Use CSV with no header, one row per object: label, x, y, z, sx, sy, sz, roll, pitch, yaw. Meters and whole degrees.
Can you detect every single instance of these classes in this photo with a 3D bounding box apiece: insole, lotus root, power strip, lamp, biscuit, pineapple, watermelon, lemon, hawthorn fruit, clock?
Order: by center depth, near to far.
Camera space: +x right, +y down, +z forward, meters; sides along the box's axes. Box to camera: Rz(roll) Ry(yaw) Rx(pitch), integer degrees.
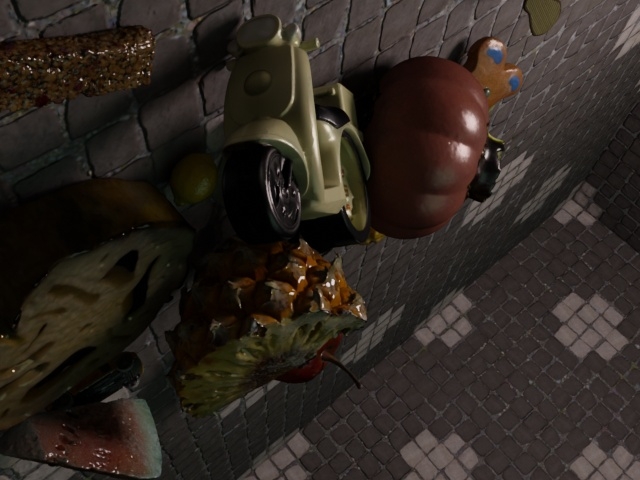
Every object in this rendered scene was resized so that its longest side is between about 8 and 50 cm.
biscuit,-0.246,-0.165,0.661,0.199,0.034,0.064,-24,153,-43
clock,-0.027,-0.121,0.879,0.120,0.276,0.379,-10,172,17
lotus root,-0.330,0.090,0.901,0.390,0.111,0.375,-46,161,-5
lemon,-0.171,-0.081,0.925,0.083,0.062,0.062,-59,159,3
power strip,-0.121,-0.106,0.996,0.030,0.047,0.191,-32,157,-46
pineapple,-0.142,0.066,1.052,0.344,0.286,0.209,-31,143,9
watermelon,-0.365,0.315,1.055,0.241,0.154,0.094,25,109,-46
lamp,0.176,-0.147,1.135,0.305,0.240,0.305,-165,-90,-88
biscuit,0.262,-0.242,1.373,0.324,0.049,0.205,-41,144,18
hawthorn fruit,-0.068,0.187,1.422,0.231,0.263,0.235,-27,-169,13
insole,0.466,-0.482,1.446,0.086,0.005,0.253,-52,159,17

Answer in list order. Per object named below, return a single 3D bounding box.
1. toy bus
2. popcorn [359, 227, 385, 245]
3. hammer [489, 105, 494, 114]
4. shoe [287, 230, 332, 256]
toy bus,-0.374,0.230,1.126,0.162,0.074,0.069,-32,149,-26
popcorn,0.089,-0.071,1.342,0.170,0.180,0.180,27,110,-35
hammer,0.296,-0.261,1.498,0.226,0.041,0.159,-24,151,-44
shoe,0.000,0.000,1.407,0.179,0.071,0.049,-31,160,-42
